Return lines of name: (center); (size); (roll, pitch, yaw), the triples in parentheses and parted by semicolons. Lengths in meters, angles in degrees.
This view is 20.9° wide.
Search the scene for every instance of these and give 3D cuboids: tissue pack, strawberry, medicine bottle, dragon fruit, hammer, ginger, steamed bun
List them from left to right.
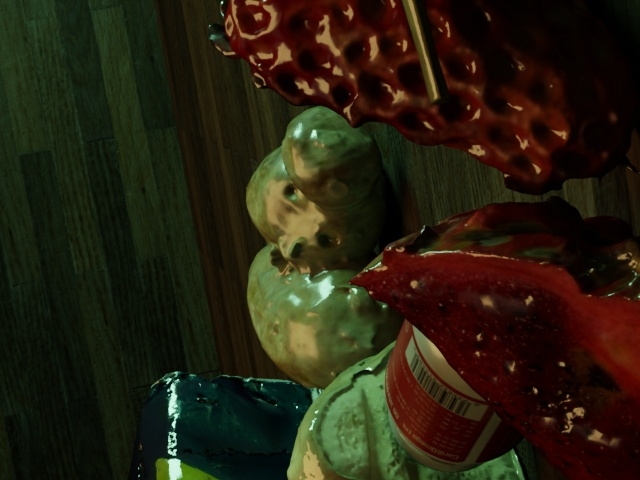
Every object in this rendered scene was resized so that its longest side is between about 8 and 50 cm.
tissue pack: (-0.049, 0.352, 1.585); (0.416, 0.253, 0.264); (-100, 20, -46)
ginger: (0.000, 0.000, 1.813); (0.244, 0.155, 0.304); (-143, 43, -65)
steamed bun: (0.063, 0.190, 1.529); (0.110, 0.212, 0.231); (-57, 38, 43)
hammer: (0.046, -0.177, 1.033); (0.062, 0.013, 0.199); (135, 120, -83)
strawberry: (0.067, -0.161, 1.127); (0.280, 0.253, 0.150); (-120, 35, -51)
medicine bottle: (0.122, 0.099, 1.372); (0.250, 0.131, 0.131); (104, 152, -66)
dragon fruit: (0.184, 0.043, 1.049); (0.262, 0.134, 0.211); (44, 148, -5)
